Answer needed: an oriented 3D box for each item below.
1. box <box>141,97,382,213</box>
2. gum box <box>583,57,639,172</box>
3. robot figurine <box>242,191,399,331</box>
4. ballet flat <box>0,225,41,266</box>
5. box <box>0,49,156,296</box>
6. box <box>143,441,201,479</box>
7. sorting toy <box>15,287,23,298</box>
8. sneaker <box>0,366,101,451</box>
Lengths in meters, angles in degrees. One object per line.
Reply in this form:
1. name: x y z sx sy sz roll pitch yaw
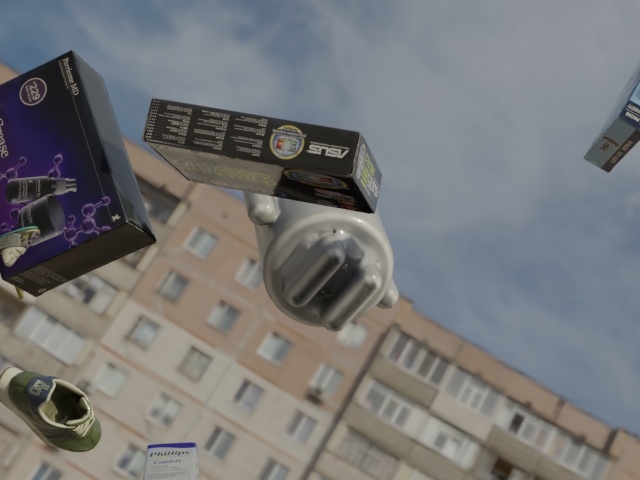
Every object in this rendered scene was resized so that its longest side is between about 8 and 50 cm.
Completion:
1. box: -0.067 -0.105 1.603 0.270 0.060 0.216 10 -8 11
2. gum box: 0.395 -0.187 1.513 0.041 0.184 0.157 30 -13 4
3. robot figurine: 0.000 0.000 1.958 0.300 0.200 0.353 39 15 -21
4. ballet flat: -0.386 0.016 1.493 0.114 0.041 0.041 -15 -32 -2
5. box: -0.346 -0.087 1.629 0.103 0.184 0.261 52 16 -68
6. box: -0.201 0.366 1.732 0.072 0.137 0.126 -5 -70 -3
7. sorting toy: -0.529 -0.041 2.143 0.132 0.046 0.274 -126 -158 -79
8. sneaker: -0.318 0.221 1.571 0.086 0.064 0.192 6 -28 33
